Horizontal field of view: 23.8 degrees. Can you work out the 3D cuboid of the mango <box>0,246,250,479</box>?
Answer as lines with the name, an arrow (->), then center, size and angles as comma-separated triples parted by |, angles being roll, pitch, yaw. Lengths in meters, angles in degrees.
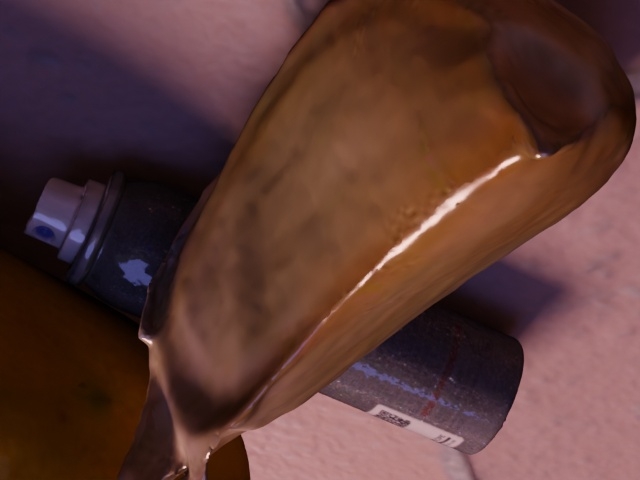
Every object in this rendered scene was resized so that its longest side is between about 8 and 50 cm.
mango -> -0.259, 0.097, 0.845 | 0.445, 0.232, 0.300 | 13, 141, -8

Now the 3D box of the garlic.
garlic -> -0.004, 0.001, 0.713 | 0.151, 0.196, 0.338 | 46, 118, -7

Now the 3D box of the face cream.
face cream -> -0.025, 0.035, 0.840 | 0.283, 0.073, 0.073 | 24, 134, -12
